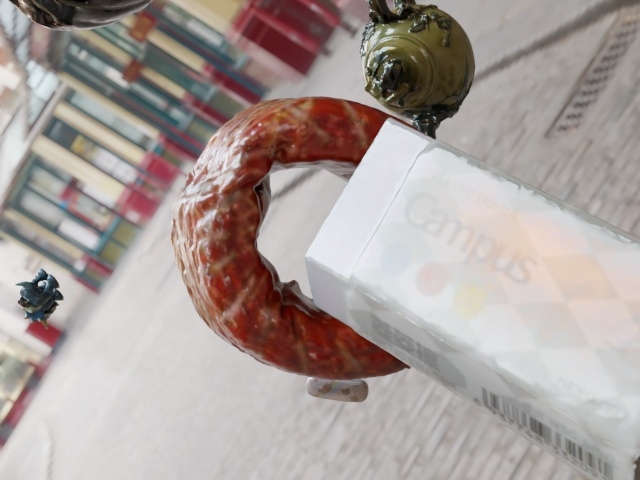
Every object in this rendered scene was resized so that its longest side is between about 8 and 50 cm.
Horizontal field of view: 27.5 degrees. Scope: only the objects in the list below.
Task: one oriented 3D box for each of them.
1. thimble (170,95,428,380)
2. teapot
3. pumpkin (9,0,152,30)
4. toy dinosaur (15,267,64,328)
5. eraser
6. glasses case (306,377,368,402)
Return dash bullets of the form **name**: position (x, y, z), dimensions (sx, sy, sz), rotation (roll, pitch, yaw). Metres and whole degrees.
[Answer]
- **thimble**: position (0.000, 0.000, 1.550), dimensions (0.350, 0.350, 0.230), rotation (-58, 15, -3)
- **teapot**: position (0.127, -0.268, 1.927), dimensions (0.173, 0.269, 0.182), rotation (-12, 14, 30)
- **pumpkin**: position (-0.269, -0.410, 1.559), dimensions (0.295, 0.296, 0.296), rotation (-56, 8, 12)
- **toy dinosaur**: position (-0.309, 0.064, 1.426), dimensions (0.047, 0.031, 0.083), rotation (-50, -22, -28)
- **eraser**: position (0.174, 0.055, 1.243), dimensions (0.213, 0.397, 0.082), rotation (-60, -32, -1)
- **glasses case**: position (0.023, 0.196, 1.734), dimensions (0.021, 0.083, 0.032), rotation (-68, -17, -64)
